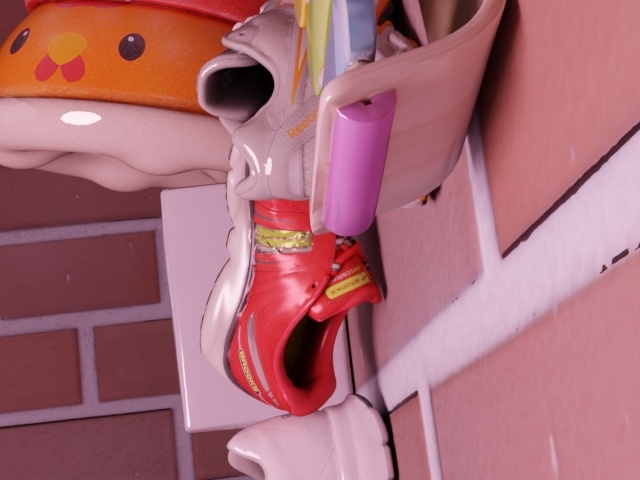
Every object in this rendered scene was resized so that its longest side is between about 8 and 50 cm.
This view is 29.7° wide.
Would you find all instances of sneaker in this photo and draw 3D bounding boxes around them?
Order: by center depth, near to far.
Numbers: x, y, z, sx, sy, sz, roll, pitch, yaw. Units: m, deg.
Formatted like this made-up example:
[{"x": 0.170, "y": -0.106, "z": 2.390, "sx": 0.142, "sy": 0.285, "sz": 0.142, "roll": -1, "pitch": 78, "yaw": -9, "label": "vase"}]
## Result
[{"x": -0.015, "y": -0.117, "z": 0.706, "sx": 0.262, "sy": 0.121, "sz": 0.099, "roll": -103, "pitch": 10, "yaw": -50, "label": "sneaker"}, {"x": 0.000, "y": 0.000, "z": 0.867, "sx": 0.118, "sy": 0.107, "sz": 0.279, "roll": 31, "pitch": 121, "yaw": 37, "label": "sneaker"}, {"x": 0.002, "y": 0.263, "z": 0.878, "sx": 0.111, "sy": 0.129, "sz": 0.297, "roll": 99, "pitch": 163, "yaw": -63, "label": "sneaker"}]

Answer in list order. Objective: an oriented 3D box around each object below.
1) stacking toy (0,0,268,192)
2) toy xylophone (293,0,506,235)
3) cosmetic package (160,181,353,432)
[{"x": -0.163, "y": -0.293, "z": 1.228, "sx": 0.350, "sy": 0.351, "sz": 0.479, "roll": 152, "pitch": 124, "yaw": -83, "label": "stacking toy"}, {"x": 0.018, "y": -0.179, "z": 0.532, "sx": 0.236, "sy": 0.081, "sz": 0.322, "roll": 93, "pitch": 169, "yaw": -54, "label": "toy xylophone"}, {"x": -0.077, "y": 0.086, "z": 1.302, "sx": 0.453, "sy": 0.162, "sz": 0.230, "roll": 122, "pitch": 142, "yaw": -79, "label": "cosmetic package"}]
